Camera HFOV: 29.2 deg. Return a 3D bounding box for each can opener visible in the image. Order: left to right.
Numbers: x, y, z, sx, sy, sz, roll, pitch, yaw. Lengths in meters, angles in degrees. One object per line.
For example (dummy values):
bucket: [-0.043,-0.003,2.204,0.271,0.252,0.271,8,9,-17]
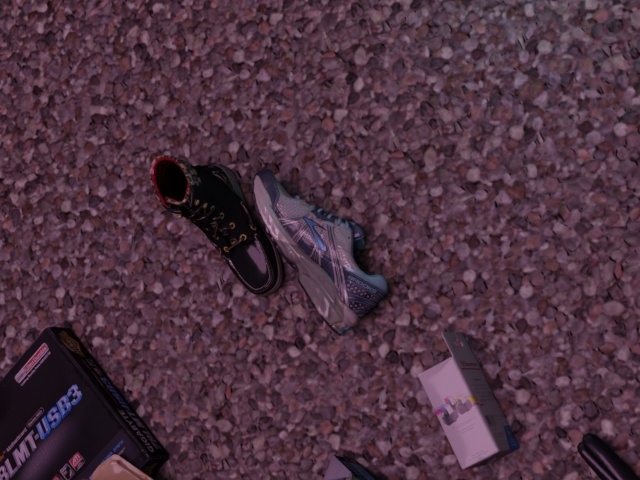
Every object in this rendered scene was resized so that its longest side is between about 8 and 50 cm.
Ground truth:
can opener: [0.415,0.330,1.631,0.186,0.073,0.059,39,140,26]

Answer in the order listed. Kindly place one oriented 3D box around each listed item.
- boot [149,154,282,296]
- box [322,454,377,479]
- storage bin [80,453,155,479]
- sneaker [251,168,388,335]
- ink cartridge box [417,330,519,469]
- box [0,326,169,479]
boot: [-0.161,-0.023,1.858,0.085,0.178,0.236,-34,71,18]
box: [0.024,0.445,1.750,0.159,0.044,0.233,30,100,63]
storage bin: [-0.283,0.455,1.782,0.260,0.262,0.123,34,103,5]
sneaker: [0.000,0.000,1.841,0.122,0.110,0.283,-33,74,-1]
ink cartridge box: [0.199,0.221,1.707,0.062,0.104,0.181,-30,72,19]
box: [-0.437,0.344,2.009,0.295,0.073,0.293,-47,69,13]
